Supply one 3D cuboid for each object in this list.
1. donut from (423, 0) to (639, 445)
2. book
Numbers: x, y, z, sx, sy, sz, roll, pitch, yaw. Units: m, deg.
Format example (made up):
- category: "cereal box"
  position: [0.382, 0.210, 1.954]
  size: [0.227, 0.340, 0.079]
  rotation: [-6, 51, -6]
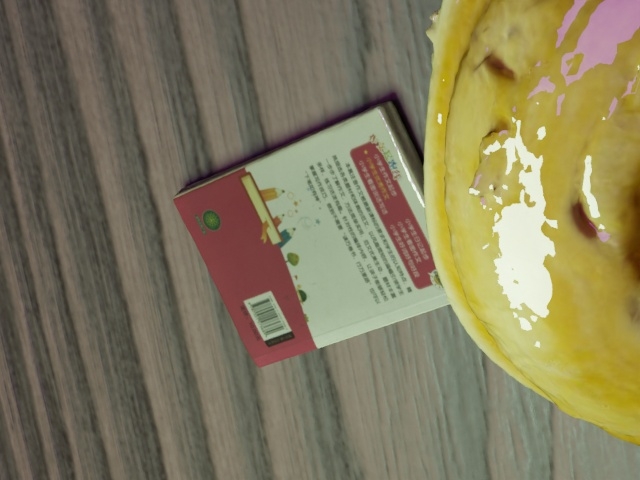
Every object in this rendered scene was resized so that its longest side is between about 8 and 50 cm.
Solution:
- category: "donut"
  position: [0.263, -0.063, 1.133]
  size: [0.449, 0.198, 0.449]
  rotation: [1, 118, 2]
- category: "book"
  position: [0.000, 0.000, 1.517]
  size: [0.232, 0.022, 0.162]
  rotation: [-21, 98, 38]
